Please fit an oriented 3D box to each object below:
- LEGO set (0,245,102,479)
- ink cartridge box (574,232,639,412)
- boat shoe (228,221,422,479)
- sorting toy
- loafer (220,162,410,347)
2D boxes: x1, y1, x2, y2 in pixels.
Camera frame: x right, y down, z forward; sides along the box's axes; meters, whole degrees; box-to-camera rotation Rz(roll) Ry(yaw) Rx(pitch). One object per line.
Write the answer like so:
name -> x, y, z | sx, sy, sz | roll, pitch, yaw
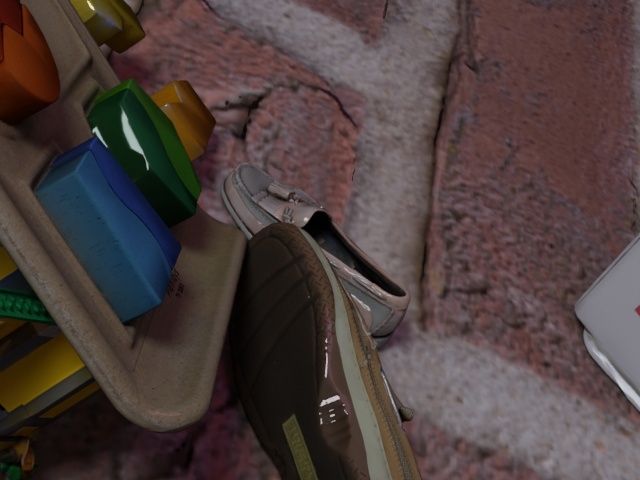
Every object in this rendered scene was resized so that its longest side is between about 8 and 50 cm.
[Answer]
LEGO set -> -0.242, -0.025, 0.552 | 0.331, 0.192, 0.255 | 59, 13, 7
ink cartridge box -> 0.369, 0.006, 0.763 | 0.166, 0.395, 0.285 | -17, 62, -48
boat shoe -> 0.010, 0.080, 0.692 | 0.072, 0.068, 0.190 | 15, 51, -44
sorting toy -> -0.103, -0.071, 0.643 | 0.229, 0.041, 0.307 | 54, 14, -16
loafer -> 0.000, 0.000, 0.775 | 0.125, 0.039, 0.045 | 47, 40, 13
